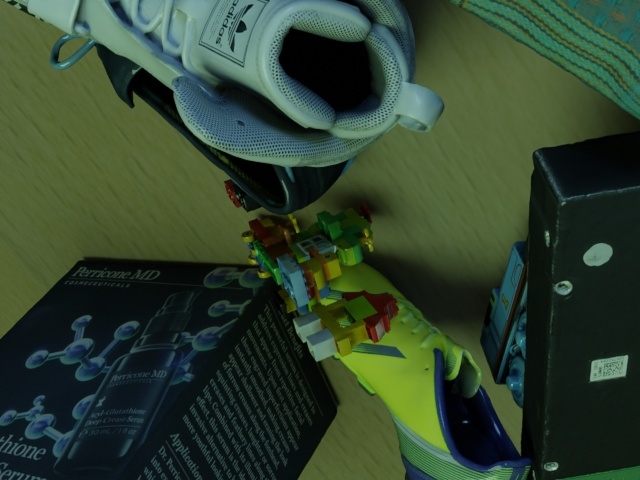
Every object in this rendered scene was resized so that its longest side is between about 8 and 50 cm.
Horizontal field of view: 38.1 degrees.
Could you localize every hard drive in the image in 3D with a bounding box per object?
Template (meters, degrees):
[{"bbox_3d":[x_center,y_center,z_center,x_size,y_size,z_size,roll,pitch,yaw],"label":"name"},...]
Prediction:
[{"bbox_3d":[0.259,0.070,0.633,0.236,0.064,0.339,-10,129,0],"label":"hard drive"}]

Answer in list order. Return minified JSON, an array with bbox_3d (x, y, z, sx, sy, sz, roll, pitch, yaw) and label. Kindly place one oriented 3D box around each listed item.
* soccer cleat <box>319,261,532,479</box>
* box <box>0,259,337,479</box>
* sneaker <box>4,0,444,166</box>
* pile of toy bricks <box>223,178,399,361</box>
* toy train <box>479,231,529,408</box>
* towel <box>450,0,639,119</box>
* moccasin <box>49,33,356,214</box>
[{"bbox_3d":[0.086,0.105,0.769,0.289,0.093,0.121,62,140,40],"label":"soccer cleat"},{"bbox_3d":[-0.215,0.221,0.929,0.293,0.395,0.212,1,127,33],"label":"box"},{"bbox_3d":[-0.090,-0.158,0.548,0.365,0.210,0.137,24,102,-16],"label":"sneaker"},{"bbox_3d":[0.000,0.000,0.796,0.212,0.105,0.118,-132,24,-58],"label":"pile of toy bricks"},{"bbox_3d":[0.179,0.052,0.720,0.080,0.105,0.184,-3,129,-11],"label":"toy train"},{"bbox_3d":[0.053,-0.203,0.385,0.370,0.040,0.271,31,156,6],"label":"towel"},{"bbox_3d":[-0.115,-0.158,0.716,0.342,0.117,0.138,37,139,-1],"label":"moccasin"}]
